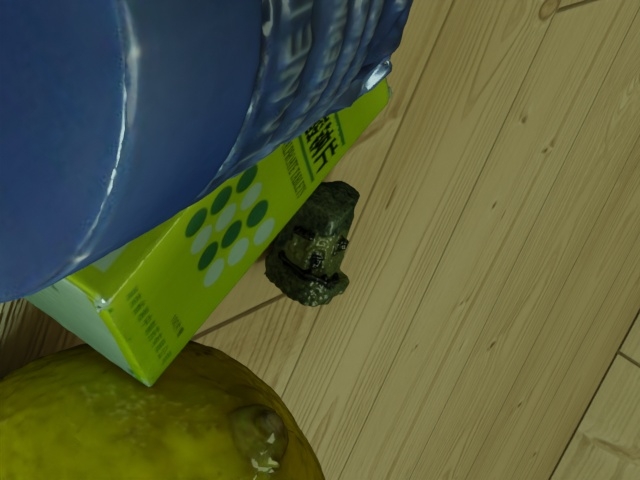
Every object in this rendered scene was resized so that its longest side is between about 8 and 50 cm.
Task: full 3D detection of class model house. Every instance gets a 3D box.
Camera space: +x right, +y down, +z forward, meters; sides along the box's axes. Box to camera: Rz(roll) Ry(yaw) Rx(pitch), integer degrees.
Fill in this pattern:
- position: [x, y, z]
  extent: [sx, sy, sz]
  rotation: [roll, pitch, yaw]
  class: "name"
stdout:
- position: [0.000, 0.000, 1.411]
  extent: [0.079, 0.066, 0.083]
  rotation: [-22, 139, -59]
  class: "model house"

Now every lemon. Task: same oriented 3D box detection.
- position: [-0.127, 0.191, 1.124]
  extent: [0.268, 0.268, 0.322]
  rotation: [-31, 158, -49]
  class: "lemon"

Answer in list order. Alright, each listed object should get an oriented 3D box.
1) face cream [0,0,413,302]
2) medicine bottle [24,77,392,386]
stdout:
- position: [-0.106, -0.127, 0.725]
  extent: [0.225, 0.249, 0.249]
  rotation: [-37, 152, -48]
  class: "face cream"
- position: [-0.085, -0.061, 1.029]
  extent: [0.250, 0.141, 0.137]
  rotation: [-50, 156, -15]
  class: "medicine bottle"
